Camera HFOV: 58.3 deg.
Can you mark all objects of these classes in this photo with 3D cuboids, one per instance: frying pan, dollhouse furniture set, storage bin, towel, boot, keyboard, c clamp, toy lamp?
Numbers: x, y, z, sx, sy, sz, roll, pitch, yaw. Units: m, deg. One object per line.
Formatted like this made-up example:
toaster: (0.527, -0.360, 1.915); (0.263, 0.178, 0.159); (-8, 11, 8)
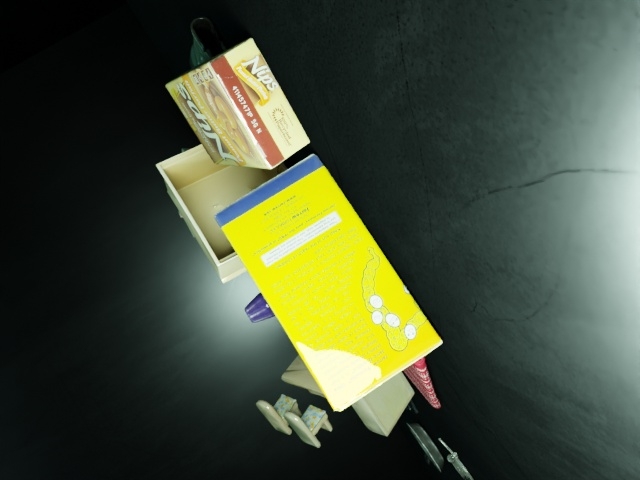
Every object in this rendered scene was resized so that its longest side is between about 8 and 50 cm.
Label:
frying pan: (0.399, 0.767, 2.054); (0.326, 0.053, 0.197); (59, 174, -33)
dollhouse furniture set: (0.031, 0.380, 1.673); (0.394, 0.362, 0.256); (4, 134, 47)
storage bin: (-0.166, -0.088, 1.237); (0.262, 0.261, 0.123); (55, 161, 18)
towel: (0.180, 0.241, 1.235); (0.199, 0.031, 0.274); (50, 172, 38)
boot: (-0.190, -0.310, 1.153); (0.246, 0.083, 0.161); (56, 168, -5)
keyboard: (0.268, 0.521, 1.907); (0.100, 0.038, 0.192); (59, 174, -18)
c clamp: (0.383, 0.621, 1.606); (0.137, 0.022, 0.160); (48, 168, 30)
toy lamp: (-0.081, 0.134, 1.575); (0.080, 0.275, 0.080); (56, 174, 9)

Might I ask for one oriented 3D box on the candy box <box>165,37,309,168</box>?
candy box: (-0.156, -0.225, 0.997); (0.182, 0.088, 0.316); (60, 161, -21)

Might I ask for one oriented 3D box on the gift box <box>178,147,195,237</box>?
gift box: (-0.299, -0.149, 1.824); (0.258, 0.277, 0.254); (44, 126, 55)

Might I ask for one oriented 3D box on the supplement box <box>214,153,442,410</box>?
supplement box: (0.009, 0.073, 0.960); (0.356, 0.195, 0.194); (57, 174, 9)

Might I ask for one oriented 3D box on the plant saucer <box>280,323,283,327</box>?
plant saucer: (0.011, 0.174, 1.450); (0.311, 0.050, 0.310); (17, 123, 29)
